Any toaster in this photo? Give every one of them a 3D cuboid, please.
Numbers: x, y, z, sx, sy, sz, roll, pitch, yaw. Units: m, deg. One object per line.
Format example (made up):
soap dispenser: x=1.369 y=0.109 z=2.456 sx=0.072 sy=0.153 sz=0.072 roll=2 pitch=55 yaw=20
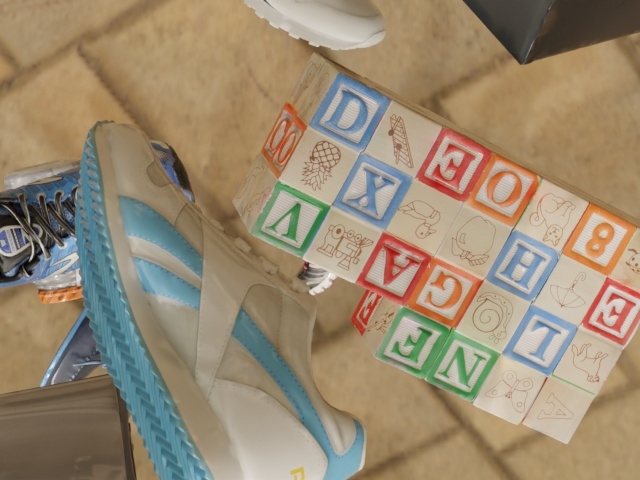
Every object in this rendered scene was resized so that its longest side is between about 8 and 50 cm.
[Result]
toaster: x=-0.211 y=0.215 z=1.220 sx=0.146 sy=0.227 sz=0.129 roll=-4 pitch=139 yaw=-11

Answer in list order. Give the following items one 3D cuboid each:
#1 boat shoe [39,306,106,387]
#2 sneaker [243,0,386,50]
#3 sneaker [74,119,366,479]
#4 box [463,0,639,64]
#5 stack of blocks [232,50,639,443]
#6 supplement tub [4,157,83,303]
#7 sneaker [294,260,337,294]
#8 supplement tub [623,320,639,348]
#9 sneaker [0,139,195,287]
boat shoe: x=-0.264 y=0.114 z=1.948 sx=0.089 sy=0.109 sz=0.258 roll=34 pitch=100 yaw=-5
sneaker: x=-0.029 y=-0.262 z=1.441 sx=0.235 sy=0.090 sz=0.095 roll=37 pitch=119 yaw=19
sneaker: x=-0.058 y=0.035 z=0.760 sx=0.092 sy=0.229 sz=0.087 roll=-15 pitch=152 yaw=-23
box: x=0.172 y=-0.282 z=1.287 sx=0.184 sy=0.261 sz=0.103 roll=-20 pitch=149 yaw=-31
stack of blocks: x=0.089 y=0.008 z=1.127 sx=0.297 sy=0.087 sz=0.171 roll=26 pitch=100 yaw=-19
supplement tub: x=-0.369 y=-0.014 z=2.163 sx=0.117 sy=0.117 sz=0.190 roll=-11 pitch=98 yaw=6
sneaker: x=0.000 y=0.000 z=1.790 sx=0.074 sy=0.063 sz=0.170 roll=27 pitch=140 yaw=-11
supplement tub: x=0.252 y=0.052 z=1.998 sx=0.228 sy=0.228 sz=0.316 roll=-46 pitch=146 yaw=24
sneaker: x=-0.284 y=-0.011 z=1.672 sx=0.330 sy=0.147 sz=0.130 roll=-21 pitch=95 yaw=24
